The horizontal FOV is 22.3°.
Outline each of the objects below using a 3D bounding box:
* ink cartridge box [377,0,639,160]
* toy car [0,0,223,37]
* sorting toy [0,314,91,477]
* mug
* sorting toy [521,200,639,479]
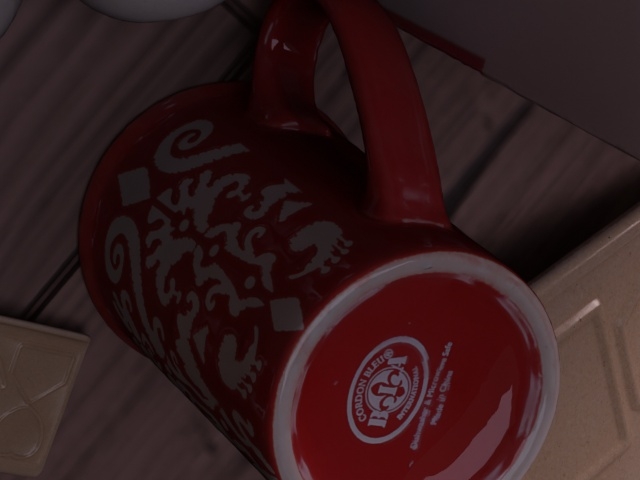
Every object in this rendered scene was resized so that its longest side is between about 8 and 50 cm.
[{"bbox_3d":[0.186,-0.122,0.527,0.306,0.226,0.131,-8,112,-22],"label":"ink cartridge box"},{"bbox_3d":[-0.085,-0.129,0.459,0.182,0.136,0.159,-15,112,-18],"label":"toy car"},{"bbox_3d":[-0.129,0.051,0.572,0.083,0.012,0.062,16,106,-30],"label":"sorting toy"},{"bbox_3d":[-0.008,0.005,0.519,0.113,0.169,0.150,-22,115,-14],"label":"mug"},{"bbox_3d":[0.120,0.085,0.657,0.208,0.038,0.193,-30,117,-28],"label":"sorting toy"}]
